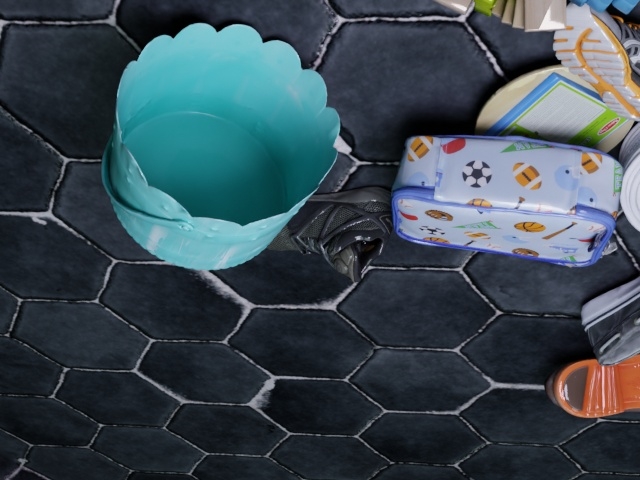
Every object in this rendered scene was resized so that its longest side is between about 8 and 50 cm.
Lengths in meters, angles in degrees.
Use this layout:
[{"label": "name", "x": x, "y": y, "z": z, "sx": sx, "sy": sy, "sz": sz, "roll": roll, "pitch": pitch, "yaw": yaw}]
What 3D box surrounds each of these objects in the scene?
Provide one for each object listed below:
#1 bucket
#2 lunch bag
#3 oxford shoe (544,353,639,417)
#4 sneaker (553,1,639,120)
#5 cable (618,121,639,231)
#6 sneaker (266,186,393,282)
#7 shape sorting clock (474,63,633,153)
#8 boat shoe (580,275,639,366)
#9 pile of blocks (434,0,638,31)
[{"label": "bucket", "x": -0.131, "y": -0.107, "z": 1.121, "sx": 0.281, "sy": 0.281, "sz": 0.183, "roll": 17, "pitch": 150, "yaw": -13}, {"label": "lunch bag", "x": 0.248, "y": -0.045, "z": 1.218, "sx": 0.303, "sy": 0.115, "sz": 0.243, "roll": 10, "pitch": 163, "yaw": 8}, {"label": "oxford shoe", "x": 0.580, "y": 0.248, "z": 1.628, "sx": 0.364, "sy": 0.130, "sz": 0.133, "roll": 2, "pitch": 176, "yaw": -5}, {"label": "sneaker", "x": 0.338, "y": -0.217, "z": 1.040, "sx": 0.084, "sy": 0.083, "sz": 0.215, "roll": 21, "pitch": 172, "yaw": 45}, {"label": "cable", "x": 0.521, "y": -0.091, "z": 1.189, "sx": 0.257, "sy": 0.089, "sz": 0.257, "roll": -26, "pitch": 131, "yaw": 36}, {"label": "sneaker", "x": 0.000, "y": 0.000, "z": 1.353, "sx": 0.227, "sy": 0.130, "sz": 0.087, "roll": -8, "pitch": 139, "yaw": 21}, {"label": "shape sorting clock", "x": 0.302, "y": -0.154, "z": 1.176, "sx": 0.206, "sy": 0.040, "sz": 0.206, "roll": 1, "pitch": 143, "yaw": 0}, {"label": "boat shoe", "x": 0.543, "y": 0.102, "z": 1.393, "sx": 0.121, "sy": 0.119, "sz": 0.335, "roll": 4, "pitch": 152, "yaw": -27}, {"label": "pile of blocks", "x": 0.261, "y": -0.282, "z": 0.938, "sx": 0.362, "sy": 0.149, "sz": 0.112, "roll": 2, "pitch": -176, "yaw": 10}]
